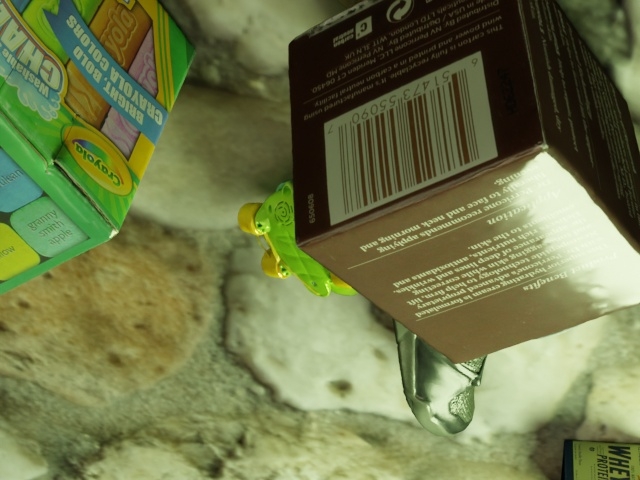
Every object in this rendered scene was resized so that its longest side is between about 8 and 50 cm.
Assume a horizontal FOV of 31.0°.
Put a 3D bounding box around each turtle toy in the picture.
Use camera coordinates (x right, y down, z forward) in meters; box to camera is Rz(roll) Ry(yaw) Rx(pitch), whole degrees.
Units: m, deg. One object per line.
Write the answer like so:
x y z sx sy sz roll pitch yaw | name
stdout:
0.000 0.000 0.915 0.095 0.066 0.130 8 139 36 | turtle toy

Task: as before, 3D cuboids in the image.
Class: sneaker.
0.130 0.078 0.944 0.130 0.087 0.228 2 125 18 | sneaker

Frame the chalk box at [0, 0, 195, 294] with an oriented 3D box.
-0.226 -0.077 0.744 0.180 0.289 0.179 -22 123 27 | chalk box

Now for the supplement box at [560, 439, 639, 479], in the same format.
0.266 0.235 1.073 0.083 0.056 0.083 2 131 9 | supplement box

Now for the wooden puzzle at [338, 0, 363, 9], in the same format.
0.069 -0.228 0.721 0.238 0.044 0.221 37 127 -20 | wooden puzzle

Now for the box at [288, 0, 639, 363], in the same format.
0.102 -0.049 0.752 0.168 0.167 0.203 -22 143 26 | box
